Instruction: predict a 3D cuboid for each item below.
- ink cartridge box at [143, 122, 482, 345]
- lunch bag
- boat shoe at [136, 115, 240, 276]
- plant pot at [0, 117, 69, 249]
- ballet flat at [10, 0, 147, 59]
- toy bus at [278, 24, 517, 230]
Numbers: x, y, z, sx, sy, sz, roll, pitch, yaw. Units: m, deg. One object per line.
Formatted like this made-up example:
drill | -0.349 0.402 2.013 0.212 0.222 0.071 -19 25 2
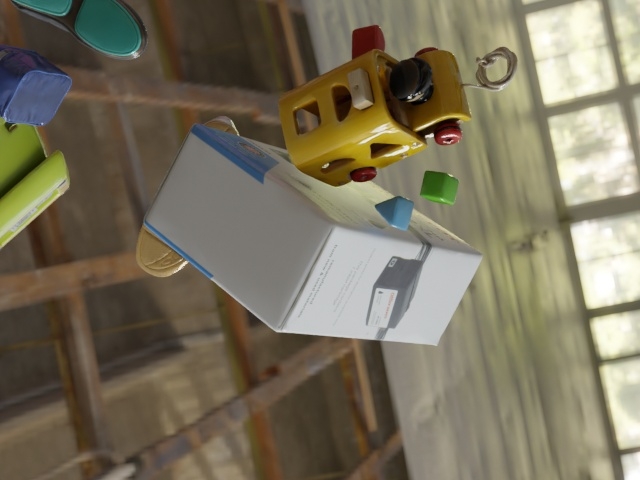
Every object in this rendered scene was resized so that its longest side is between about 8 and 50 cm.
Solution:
ink cartridge box | 0.000 0.000 1.403 0.307 0.223 0.129 11 -70 -55
lunch bag | -0.315 -0.166 1.351 0.065 0.067 0.098 37 -168 18
boat shoe | -0.199 -0.070 2.015 0.098 0.277 0.096 29 -162 -9
plant pot | -0.492 -0.105 1.857 0.207 0.227 0.228 47 171 -5
ballet flat | -0.278 -0.270 1.524 0.074 0.203 0.074 -54 -18 -28
toy bus | 0.057 -0.132 1.250 0.104 0.191 0.202 19 -83 -54
